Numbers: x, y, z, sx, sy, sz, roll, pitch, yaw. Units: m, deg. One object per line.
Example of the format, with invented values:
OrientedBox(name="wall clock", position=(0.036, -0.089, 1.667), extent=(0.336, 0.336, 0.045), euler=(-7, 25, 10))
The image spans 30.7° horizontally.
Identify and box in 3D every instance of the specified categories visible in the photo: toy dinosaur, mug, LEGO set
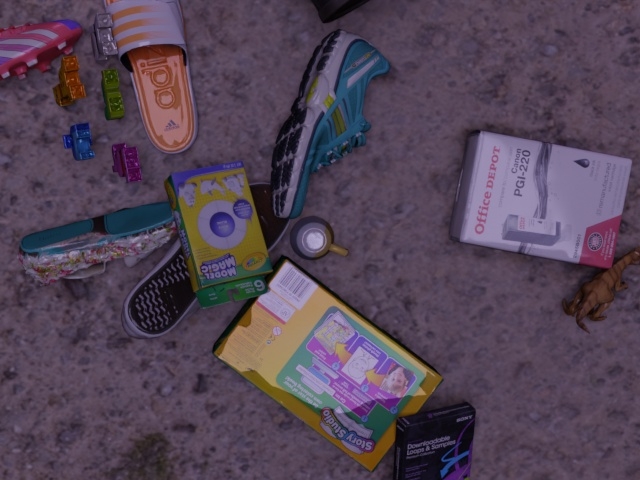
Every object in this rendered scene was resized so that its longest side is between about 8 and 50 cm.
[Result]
OrientedBox(name="toy dinosaur", position=(0.376, 0.076, 1.605), extent=(0.064, 0.112, 0.211), euler=(37, 54, 13))
OrientedBox(name="mug", position=(-0.003, -0.003, 1.608), extent=(0.078, 0.064, 0.062), euler=(-9, 93, -3))
OrientedBox(name="LEGO set", position=(-0.315, -0.184, 1.576), extent=(0.087, 0.093, 0.227), euler=(-11, 93, -26))

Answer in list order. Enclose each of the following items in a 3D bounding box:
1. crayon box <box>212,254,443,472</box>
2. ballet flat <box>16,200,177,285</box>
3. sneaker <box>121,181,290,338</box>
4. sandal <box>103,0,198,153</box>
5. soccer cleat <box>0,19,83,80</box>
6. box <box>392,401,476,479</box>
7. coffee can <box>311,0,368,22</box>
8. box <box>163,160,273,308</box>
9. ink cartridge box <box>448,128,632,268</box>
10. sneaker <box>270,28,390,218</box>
OrientedBox(name="crayon box", position=(0.010, 0.169, 1.610), extent=(0.278, 0.081, 0.165), euler=(38, 91, -5))
OrientedBox(name="ballet flat", position=(-0.293, 0.006, 1.596), extent=(0.241, 0.091, 0.077), euler=(-12, 124, 2))
OrientedBox(name="sneaker", position=(-0.164, 0.026, 1.593), extent=(0.290, 0.123, 0.106), euler=(-40, 92, -22))
OrientedBox(name="sandal", position=(-0.222, -0.249, 1.576), extent=(0.102, 0.076, 0.265), euler=(-16, 94, -2))
OrientedBox(name="soccer cleat", position=(-0.443, -0.251, 1.566), extent=(0.248, 0.083, 0.095), euler=(-26, 90, 1))
OrientedBox(name="box", position=(0.155, 0.308, 1.608), extent=(0.116, 0.029, 0.162), euler=(-9, 113, -26))
OrientedBox(name="coffee can", position=(0.016, -0.453, 1.516), extent=(0.201, 0.201, 0.275), euler=(-32, 94, -1))
OrientedBox(name="box", position=(-0.131, -0.007, 1.525), extent=(0.105, 0.043, 0.179), euler=(-13, 84, -25))
OrientedBox(name="ink cartridge box", position=(0.301, -0.057, 1.609), extent=(0.218, 0.092, 0.158), euler=(10, 92, -2))
OrientedBox(name="sneaker", position=(0.013, -0.150, 1.575), extent=(0.110, 0.107, 0.275), euler=(26, 81, -17))
